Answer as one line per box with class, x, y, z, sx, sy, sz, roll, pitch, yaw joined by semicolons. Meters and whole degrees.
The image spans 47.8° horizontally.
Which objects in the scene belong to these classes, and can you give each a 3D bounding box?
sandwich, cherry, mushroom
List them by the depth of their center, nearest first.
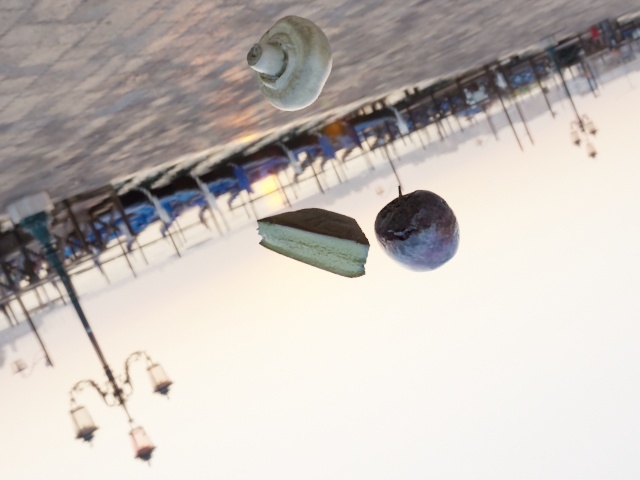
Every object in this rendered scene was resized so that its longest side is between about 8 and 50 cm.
sandwich;0.000;0.000;1.401;0.258;0.094;0.096;18;-151;31
cherry;0.219;-0.020;1.586;0.195;0.195;0.195;-24;-176;2
mushroom;-0.098;-0.504;2.040;0.254;0.260;0.234;-17;174;43
